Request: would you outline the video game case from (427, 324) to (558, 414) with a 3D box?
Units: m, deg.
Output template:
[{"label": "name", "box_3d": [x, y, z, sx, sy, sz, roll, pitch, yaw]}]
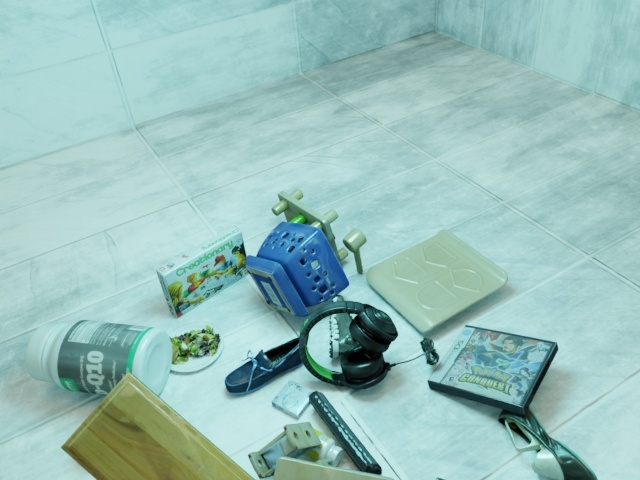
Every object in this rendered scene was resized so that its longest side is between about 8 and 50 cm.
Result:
[{"label": "video game case", "box_3d": [0.469, 0.342, 1.584, 0.274, 0.035, 0.248, 6, 37, 42]}]

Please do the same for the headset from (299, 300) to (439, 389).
[{"label": "headset", "box_3d": [0.137, 0.289, 1.624, 0.394, 0.243, 0.185, 11, 20, -2]}]

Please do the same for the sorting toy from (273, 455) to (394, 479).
[{"label": "sorting toy", "box_3d": [0.016, 0.615, 1.244, 0.255, 0.089, 0.257, 8, 80, 8]}]

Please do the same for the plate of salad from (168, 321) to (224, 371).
[{"label": "plate of salad", "box_3d": [-0.396, 0.317, 1.775, 0.199, 0.048, 0.200, -4, 38, 3]}]

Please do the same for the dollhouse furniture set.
[{"label": "dollhouse furniture set", "box_3d": [-0.054, 0.546, 1.367, 0.129, 0.129, 0.184, -41, 63, 12]}]

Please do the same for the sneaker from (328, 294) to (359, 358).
[{"label": "sneaker", "box_3d": [0.079, 0.261, 1.766, 0.106, 0.078, 0.234, 2, 40, 0]}]

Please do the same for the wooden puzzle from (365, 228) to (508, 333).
[{"label": "wooden puzzle", "box_3d": [0.373, 0.134, 1.887, 0.347, 0.080, 0.322, -29, 44, -19]}]

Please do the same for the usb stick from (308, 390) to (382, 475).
[{"label": "usb stick", "box_3d": [0.060, 0.493, 1.481, 0.045, 0.077, 0.278, -45, 46, -3]}]

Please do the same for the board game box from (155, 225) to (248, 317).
[{"label": "board game box", "box_3d": [-0.381, 0.101, 1.923, 0.305, 0.193, 0.053, -33, 46, -29]}]

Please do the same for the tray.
[{"label": "tray", "box_3d": [-0.331, 0.498, 1.255, 0.411, 0.076, 0.203, 37, 70, 9]}]

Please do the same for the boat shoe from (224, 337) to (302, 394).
[{"label": "boat shoe", "box_3d": [-0.163, 0.347, 1.674, 0.258, 0.089, 0.109, -27, 44, -24]}]

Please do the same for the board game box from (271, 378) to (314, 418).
[{"label": "board game box", "box_3d": [-0.074, 0.438, 1.606, 0.090, 0.020, 0.090, 20, 45, 29]}]

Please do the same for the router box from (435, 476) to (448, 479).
[{"label": "router box", "box_3d": [0.363, 0.671, 1.217, 0.308, 0.081, 0.243, 12, 42, 20]}]

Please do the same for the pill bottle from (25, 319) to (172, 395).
[{"label": "pill bottle", "box_3d": [-0.631, 0.335, 1.659, 0.361, 0.204, 0.204, 3, 40, 12]}]

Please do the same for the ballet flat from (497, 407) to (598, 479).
[{"label": "ballet flat", "box_3d": [0.533, 0.506, 1.401, 0.096, 0.095, 0.280, -27, 32, -10]}]

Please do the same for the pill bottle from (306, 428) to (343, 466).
[{"label": "pill bottle", "box_3d": [-0.002, 0.521, 1.460, 0.116, 0.065, 0.065, 21, 46, 30]}]

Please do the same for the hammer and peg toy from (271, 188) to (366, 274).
[{"label": "hammer and peg toy", "box_3d": [0.000, 0.000, 1.958, 0.127, 0.266, 0.361, -38, 48, -21]}]

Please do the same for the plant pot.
[{"label": "plant pot", "box_3d": [-0.086, 0.098, 1.830, 0.212, 0.236, 0.236, -41, 28, -25]}]
